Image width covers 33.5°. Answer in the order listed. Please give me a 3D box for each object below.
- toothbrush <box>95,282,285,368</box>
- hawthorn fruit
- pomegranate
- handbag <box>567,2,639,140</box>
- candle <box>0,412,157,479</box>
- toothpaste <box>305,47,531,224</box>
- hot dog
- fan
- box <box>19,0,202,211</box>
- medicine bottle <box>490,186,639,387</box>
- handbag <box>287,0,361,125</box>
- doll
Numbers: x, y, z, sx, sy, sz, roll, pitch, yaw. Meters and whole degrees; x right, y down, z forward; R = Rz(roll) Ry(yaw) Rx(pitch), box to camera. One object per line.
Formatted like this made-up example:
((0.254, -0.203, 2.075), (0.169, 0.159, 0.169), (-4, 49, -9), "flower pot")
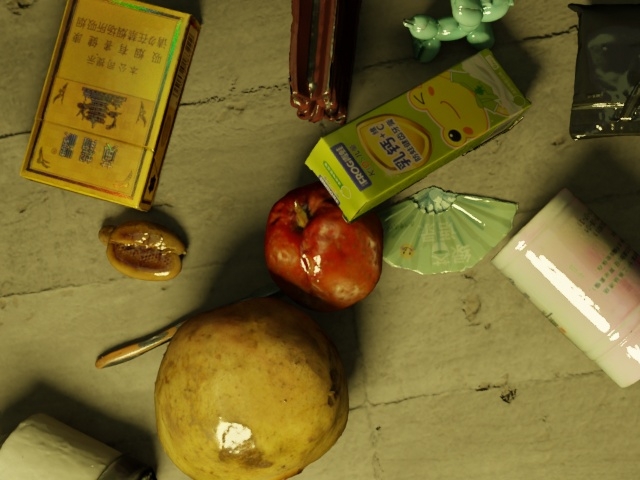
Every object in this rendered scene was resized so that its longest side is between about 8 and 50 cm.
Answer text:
((-0.197, 0.129, 1.603), (0.321, 0.031, 0.023), (-22, 56, 5), "toothbrush")
((0.000, 0.000, 1.498), (0.179, 0.200, 0.179), (-7, 63, 13), "hawthorn fruit")
((-0.099, 0.212, 1.467), (0.281, 0.281, 0.281), (0, 87, 7), "pomegranate")
((0.481, -0.240, 1.508), (0.254, 0.089, 0.211), (0, 81, 8), "handbag")
((-0.408, 0.351, 1.542), (0.330, 0.187, 0.187), (24, 90, 8), "candle")
((0.141, -0.150, 1.477), (0.327, 0.077, 0.110), (-30, 81, -27), "toothpaste")
((-0.272, 0.015, 1.608), (0.140, 0.060, 0.089), (8, 84, 1), "hot dog")
((0.176, -0.016, 1.575), (0.240, 0.009, 0.131), (-8, 88, 7), "fan")
((-0.315, -0.212, 1.608), (0.193, 0.084, 0.301), (15, 89, 8), "box")
((0.377, 0.065, 1.472), (0.152, 0.152, 0.254), (-45, 83, 3), "medicine bottle")
((0.010, -0.308, 1.485), (0.084, 0.260, 0.275), (5, 89, 5), "handbag")
((0.199, -0.312, 1.512), (0.159, 0.158, 0.059), (-10, 76, 13), "doll")
